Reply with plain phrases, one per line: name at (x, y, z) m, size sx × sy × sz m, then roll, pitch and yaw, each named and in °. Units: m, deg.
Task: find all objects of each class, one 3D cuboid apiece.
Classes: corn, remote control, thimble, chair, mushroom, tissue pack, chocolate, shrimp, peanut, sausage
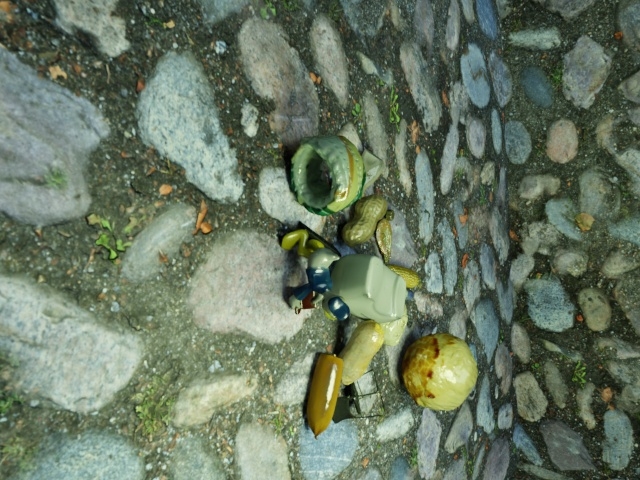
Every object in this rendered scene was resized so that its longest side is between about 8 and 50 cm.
corn at (0.390, 0.172, 2.063) m, size 0.260 × 0.091 × 0.091 m, roll 19°, pitch 75°, yaw -45°
remote control at (0.000, 0.000, 1.655) m, size 0.025 × 0.063 × 0.245 m, roll -43°, pitch 132°, yaw 11°
thimble at (0.020, -0.239, 1.519) m, size 0.167 × 0.254 × 0.289 m, roll -22°, pitch 94°, yaw -48°
chair at (0.149, 0.673, 1.813) m, size 0.145 × 0.220 × 0.140 m, roll -98°, pitch 171°, yaw -70°
mushroom at (0.200, -0.288, 1.842) m, size 0.116 × 0.093 × 0.225 m, roll 27°, pitch 80°, yaw -21°
tissue pack at (0.183, 0.201, 1.740) m, size 0.333 × 0.235 × 0.230 m, roll 37°, pitch 56°, yaw -42°
chocolate at (0.155, 0.453, 1.731) m, size 0.134 × 0.134 × 0.310 m, roll 3°, pitch 119°, yaw -48°
shrimp at (0.293, 0.005, 1.979) m, size 0.115 × 0.051 × 0.218 m, roll -10°, pitch 100°, yaw -41°
peanut at (0.184, -0.089, 1.806) m, size 0.136 × 0.120 × 0.299 m, roll 42°, pitch 60°, yaw -13°
sausage at (0.010, 0.605, 1.651) m, size 0.112 × 0.112 × 0.329 m, roll 26°, pitch 73°, yaw -45°

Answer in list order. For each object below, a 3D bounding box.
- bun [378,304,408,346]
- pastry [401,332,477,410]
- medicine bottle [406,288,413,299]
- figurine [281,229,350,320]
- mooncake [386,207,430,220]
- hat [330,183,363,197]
bun at (0.332, 0.379, 1.971) m, size 0.229 × 0.145 × 0.230 m, roll 3°, pitch 86°, yaw -47°
pastry at (0.560, 0.627, 2.079) m, size 0.312 × 0.388 × 0.389 m, roll 33°, pitch 63°, yaw -9°
medicine bottle at (0.374, 0.250, 2.069) m, size 0.230 × 0.059 × 0.059 m, roll 19°, pitch 78°, yaw -46°
figurine at (-0.019, 0.170, 1.502) m, size 0.204 × 0.338 × 0.284 m, roll 8°, pitch 120°, yaw -41°
mooncake at (0.434, -0.124, 2.133) m, size 0.346 × 0.057 × 0.151 m, roll -24°, pitch 122°, yaw -38°
hat at (0.093, -0.187, 1.701) m, size 0.122 × 0.081 × 0.166 m, roll 45°, pitch 32°, yaw 0°
